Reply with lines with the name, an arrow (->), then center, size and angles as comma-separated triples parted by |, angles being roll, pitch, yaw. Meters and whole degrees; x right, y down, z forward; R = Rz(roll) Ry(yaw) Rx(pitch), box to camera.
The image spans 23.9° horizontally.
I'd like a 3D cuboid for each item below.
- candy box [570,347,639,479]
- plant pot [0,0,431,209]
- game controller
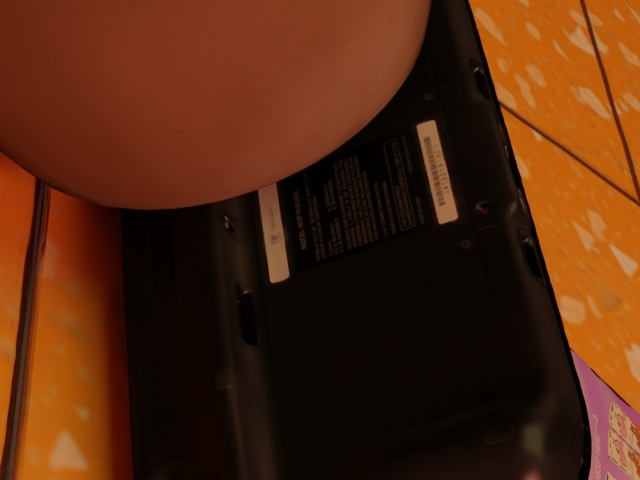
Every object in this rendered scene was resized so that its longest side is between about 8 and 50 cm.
candy box -> 0.078, 0.106, 0.682 | 0.196, 0.070, 0.165 | 44, 31, -13
plant pot -> -0.082, -0.169, 0.538 | 0.280, 0.323, 0.323 | 71, 9, -46
game controller -> 0.000, 0.000, 0.606 | 0.067, 0.166, 0.319 | 70, 8, -49
